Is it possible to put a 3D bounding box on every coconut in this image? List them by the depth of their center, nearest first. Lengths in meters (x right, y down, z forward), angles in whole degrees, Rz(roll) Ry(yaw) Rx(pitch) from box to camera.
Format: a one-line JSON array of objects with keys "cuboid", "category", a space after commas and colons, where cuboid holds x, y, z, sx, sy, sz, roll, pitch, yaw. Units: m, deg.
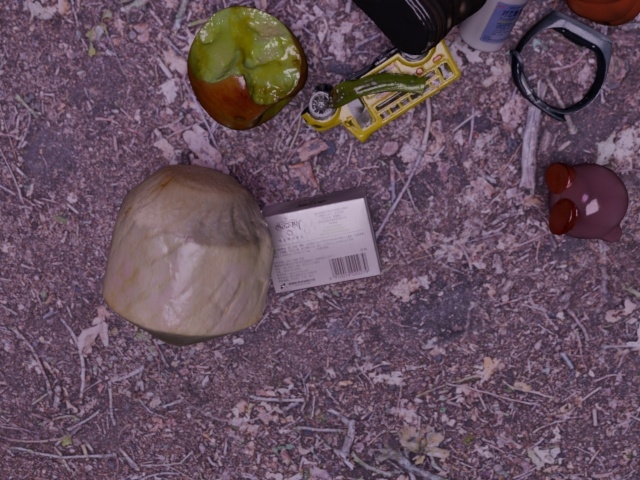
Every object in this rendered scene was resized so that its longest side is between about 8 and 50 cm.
[{"cuboid": [-0.291, 0.048, 1.430, 0.344, 0.415, 0.416, 8, 112, -19], "category": "coconut"}]

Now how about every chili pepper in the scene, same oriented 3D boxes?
[{"cuboid": [0.110, -0.303, 1.282, 0.201, 0.050, 0.052, -6, 72, 6], "category": "chili pepper"}]

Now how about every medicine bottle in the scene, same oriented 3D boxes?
[{"cuboid": [0.352, -0.474, 1.277, 0.102, 0.103, 0.187, 18, 143, -2], "category": "medicine bottle"}]

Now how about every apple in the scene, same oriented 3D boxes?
[{"cuboid": [-0.157, -0.357, 1.329, 0.246, 0.246, 0.226, -37, 93, 16], "category": "apple"}]

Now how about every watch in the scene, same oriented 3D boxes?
[{"cuboid": [0.499, -0.366, 1.367, 0.206, 0.068, 0.193, 24, 109, -7], "category": "watch"}]

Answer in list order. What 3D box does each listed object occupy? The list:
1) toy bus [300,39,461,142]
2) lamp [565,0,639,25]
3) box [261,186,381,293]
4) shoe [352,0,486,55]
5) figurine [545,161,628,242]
[{"cuboid": [0.122, -0.319, 1.373, 0.330, 0.144, 0.152, -31, 106, 13], "category": "toy bus"}, {"cuboid": [0.568, -0.507, 1.239, 0.187, 0.164, 0.188, -22, 132, -27], "category": "lamp"}, {"cuboid": [0.000, 0.000, 1.518, 0.260, 0.111, 0.195, -9, 109, 11], "category": "box"}, {"cuboid": [0.141, -0.547, 1.207, 0.384, 0.171, 0.237, 47, 68, 2], "category": "shoe"}, {"cuboid": [0.584, -0.085, 1.414, 0.173, 0.173, 0.174, 2, 110, 4], "category": "figurine"}]
